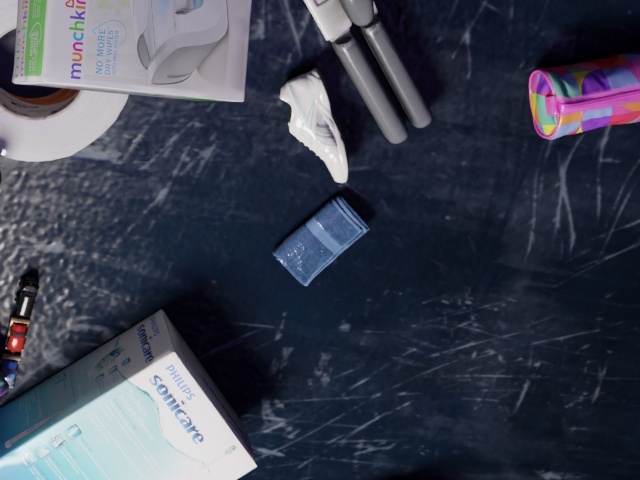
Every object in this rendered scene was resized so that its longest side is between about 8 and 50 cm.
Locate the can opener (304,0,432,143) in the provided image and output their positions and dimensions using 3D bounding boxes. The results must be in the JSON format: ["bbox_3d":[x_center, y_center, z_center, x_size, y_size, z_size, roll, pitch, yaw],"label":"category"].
[{"bbox_3d":[0.054,-0.233,1.703,0.074,0.093,0.280,-31,124,0],"label":"can opener"}]

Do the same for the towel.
[{"bbox_3d":[0.000,0.000,1.828,0.119,0.029,0.067,-40,118,6],"label":"towel"}]

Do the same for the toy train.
[{"bbox_3d":[-0.380,0.121,1.774,0.027,0.036,0.158,11,112,-20],"label":"toy train"}]

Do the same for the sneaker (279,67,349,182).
[{"bbox_3d":[-0.005,-0.137,1.753,0.061,0.054,0.152,-19,113,4],"label":"sneaker"}]

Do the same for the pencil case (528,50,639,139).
[{"bbox_3d":[0.386,-0.193,1.806,0.236,0.104,0.104,-12,117,-9],"label":"pencil case"}]

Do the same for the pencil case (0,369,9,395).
[{"bbox_3d":[-0.444,0.133,1.734,0.064,0.070,0.152,-33,108,-22],"label":"pencil case"}]

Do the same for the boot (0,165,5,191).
[{"bbox_3d":[-0.492,-0.088,1.616,0.244,0.088,0.176,41,137,-7],"label":"boot"}]

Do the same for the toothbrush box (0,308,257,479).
[{"bbox_3d":[-0.265,0.265,1.825,0.295,0.126,0.216,-32,118,2],"label":"toothbrush box"}]

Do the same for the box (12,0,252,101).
[{"bbox_3d":[-0.200,-0.288,1.521,0.231,0.127,0.262,4,94,-29],"label":"box"}]

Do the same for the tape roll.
[{"bbox_3d":[-0.327,-0.203,1.615,0.219,0.072,0.219,-6,117,-12],"label":"tape roll"}]
